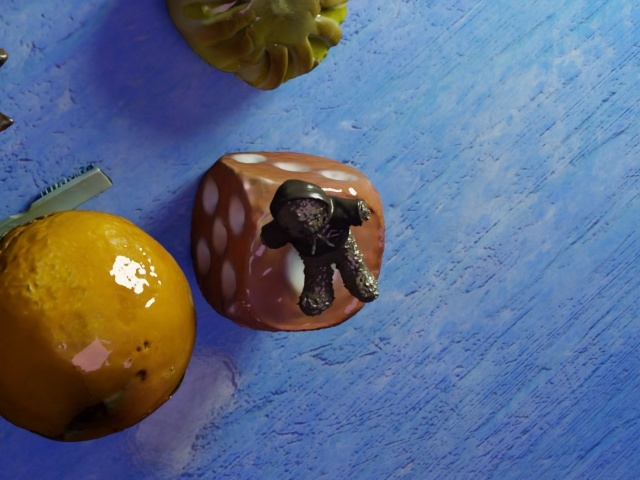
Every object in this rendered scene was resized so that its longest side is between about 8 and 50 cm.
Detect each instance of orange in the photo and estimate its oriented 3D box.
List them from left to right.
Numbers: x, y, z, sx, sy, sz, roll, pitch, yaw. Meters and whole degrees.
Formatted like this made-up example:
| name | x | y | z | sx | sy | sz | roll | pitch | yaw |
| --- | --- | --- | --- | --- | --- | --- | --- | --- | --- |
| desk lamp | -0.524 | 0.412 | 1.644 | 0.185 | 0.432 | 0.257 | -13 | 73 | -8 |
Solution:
| name | x | y | z | sx | sy | sz | roll | pitch | yaw |
| --- | --- | --- | --- | --- | --- | --- | --- | --- | --- |
| orange | -0.253 | 0.090 | 1.174 | 0.246 | 0.246 | 0.246 | -11 | 116 | -23 |

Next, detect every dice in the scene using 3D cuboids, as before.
| name | x | y | z | sx | sy | sz | roll | pitch | yaw |
| --- | --- | --- | --- | --- | --- | --- | --- | --- | --- |
| dice | -0.041 | -0.003 | 1.289 | 0.174 | 0.179 | 0.174 | -1 | 107 | -26 |

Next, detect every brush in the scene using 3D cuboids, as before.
| name | x | y | z | sx | sy | sz | roll | pitch | yaw |
| --- | --- | --- | --- | --- | --- | --- | --- | --- | --- |
| brush | -0.312 | -0.031 | 1.223 | 0.179 | 0.030 | 0.033 | -31 | 139 | -1 |

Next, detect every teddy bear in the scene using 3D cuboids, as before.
| name | x | y | z | sx | sy | sz | roll | pitch | yaw |
| --- | --- | --- | --- | --- | --- | --- | --- | --- | --- |
| teddy bear | 0.001 | -0.004 | 1.166 | 0.119 | 0.078 | 0.160 | -13 | 128 | 16 |

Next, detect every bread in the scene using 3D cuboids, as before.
| name | x | y | z | sx | sy | sz | roll | pitch | yaw |
| --- | --- | --- | --- | --- | --- | --- | --- | --- | --- |
| bread | -0.059 | -0.266 | 1.205 | 0.213 | 0.105 | 0.213 | -10 | 113 | -25 |

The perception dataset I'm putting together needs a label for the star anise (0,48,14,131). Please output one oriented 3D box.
| name | x | y | z | sx | sy | sz | roll | pitch | yaw |
| --- | --- | --- | --- | --- | --- | --- | --- | --- | --- |
| star anise | -0.365 | -0.106 | 1.089 | 0.234 | 0.073 | 0.177 | -18 | 163 | 11 |
